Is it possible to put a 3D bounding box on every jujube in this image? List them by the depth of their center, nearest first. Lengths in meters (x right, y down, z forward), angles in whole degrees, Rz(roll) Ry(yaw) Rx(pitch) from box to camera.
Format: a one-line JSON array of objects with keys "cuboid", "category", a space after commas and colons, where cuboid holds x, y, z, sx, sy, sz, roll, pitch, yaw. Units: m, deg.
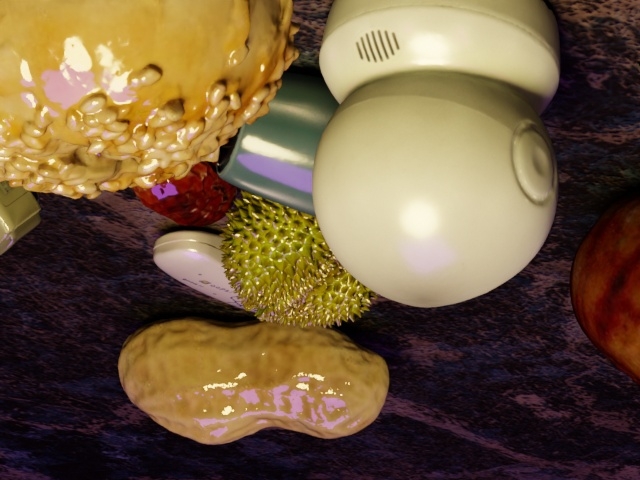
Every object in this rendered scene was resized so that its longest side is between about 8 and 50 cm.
[{"cuboid": [-0.124, -0.054, 1.800, 0.077, 0.077, 0.129, -5, 161, 24], "category": "jujube"}]

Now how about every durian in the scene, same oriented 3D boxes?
[{"cuboid": [-0.013, -0.005, 1.807, 0.159, 0.146, 0.198, 9, 145, -1], "category": "durian"}]

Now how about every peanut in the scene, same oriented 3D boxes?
[{"cuboid": [-0.076, 0.154, 2.211, 0.313, 0.149, 0.149, -2, 157, 12], "category": "peanut"}]

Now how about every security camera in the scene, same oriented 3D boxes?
[{"cuboid": [0.085, -0.067, 1.495, 0.194, 0.236, 0.194, 4, 156, 2], "category": "security camera"}]

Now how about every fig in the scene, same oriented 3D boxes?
[{"cuboid": [0.340, 0.051, 1.791, 0.235, 0.214, 0.235, 14, -177, -1], "category": "fig"}]

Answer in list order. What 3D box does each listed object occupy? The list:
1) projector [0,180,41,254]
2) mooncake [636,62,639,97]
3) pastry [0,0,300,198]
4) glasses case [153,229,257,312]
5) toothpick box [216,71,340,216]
[{"cuboid": [-0.397, -0.032, 1.795, 0.269, 0.088, 0.194, -29, 99, 31], "category": "projector"}, {"cuboid": [0.185, -0.091, 1.667, 0.150, 0.057, 0.347, 1, 168, -23], "category": "mooncake"}, {"cuboid": [-0.167, -0.122, 1.416, 0.315, 0.184, 0.284, -13, 174, 38], "category": "pastry"}, {"cuboid": [-0.087, 0.035, 2.037, 0.076, 0.049, 0.197, -15, 150, 41], "category": "glasses case"}, {"cuboid": [0.007, -0.076, 1.648, 0.184, 0.120, 0.120, 14, 157, -14], "category": "toothpick box"}]
